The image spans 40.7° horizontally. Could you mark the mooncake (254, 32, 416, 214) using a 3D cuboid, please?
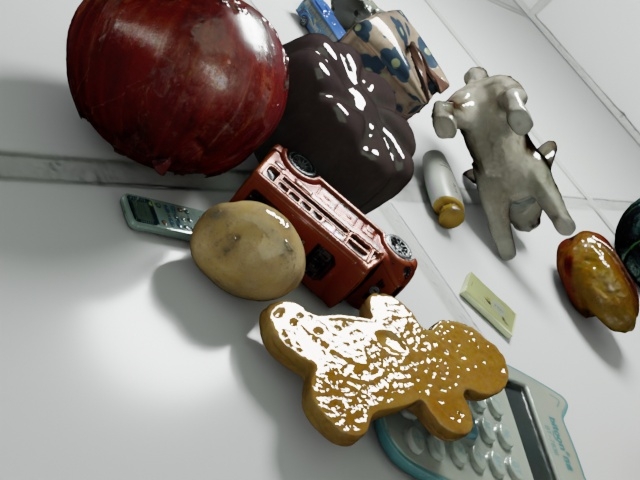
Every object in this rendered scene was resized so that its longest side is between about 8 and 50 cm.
[{"bbox_3d":[0.018,-0.167,1.277,0.306,0.154,0.306,41,31,-32],"label":"mooncake"}]

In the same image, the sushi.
[{"bbox_3d":[0.120,-0.408,1.782,0.332,0.124,0.130,45,18,4],"label":"sushi"}]

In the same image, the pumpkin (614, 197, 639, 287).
[{"bbox_3d":[0.849,0.010,2.045,0.315,0.238,0.315,31,36,-26],"label":"pumpkin"}]

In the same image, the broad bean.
[{"bbox_3d":[0.538,0.082,1.679,0.156,0.122,0.228,48,22,-54],"label":"broad bean"}]

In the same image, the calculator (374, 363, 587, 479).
[{"bbox_3d":[0.201,0.238,1.122,0.386,0.054,0.256,26,34,-28],"label":"calculator"}]

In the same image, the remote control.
[{"bbox_3d":[-0.178,-0.024,1.018,0.124,0.018,0.053,14,40,-43],"label":"remote control"}]

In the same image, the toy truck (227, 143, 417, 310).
[{"bbox_3d":[0.000,0.000,1.121,0.252,0.107,0.114,41,30,-3],"label":"toy truck"}]

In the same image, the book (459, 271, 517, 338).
[{"bbox_3d":[0.281,0.106,1.430,0.111,0.014,0.077,43,29,-3],"label":"book"}]

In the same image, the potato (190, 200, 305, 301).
[{"bbox_3d":[-0.082,0.017,1.003,0.147,0.112,0.112,26,34,-20],"label":"potato"}]

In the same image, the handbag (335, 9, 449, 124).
[{"bbox_3d":[0.117,-0.299,1.583,0.193,0.190,0.251,52,27,-1],"label":"handbag"}]

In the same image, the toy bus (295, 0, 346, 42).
[{"bbox_3d":[0.008,-0.425,1.727,0.051,0.061,0.153,-2,55,-46],"label":"toy bus"}]

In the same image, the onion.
[{"bbox_3d":[-0.167,-0.205,1.034,0.276,0.276,0.276,31,32,-22],"label":"onion"}]

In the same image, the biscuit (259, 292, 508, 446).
[{"bbox_3d":[0.094,0.156,1.033,0.339,0.047,0.216,-1,48,-41],"label":"biscuit"}]

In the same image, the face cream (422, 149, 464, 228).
[{"bbox_3d":[0.224,-0.097,1.583,0.072,0.051,0.182,31,32,-29],"label":"face cream"}]

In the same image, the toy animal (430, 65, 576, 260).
[{"bbox_3d":[0.357,-0.170,1.670,0.303,0.194,0.344,-75,143,-63],"label":"toy animal"}]
